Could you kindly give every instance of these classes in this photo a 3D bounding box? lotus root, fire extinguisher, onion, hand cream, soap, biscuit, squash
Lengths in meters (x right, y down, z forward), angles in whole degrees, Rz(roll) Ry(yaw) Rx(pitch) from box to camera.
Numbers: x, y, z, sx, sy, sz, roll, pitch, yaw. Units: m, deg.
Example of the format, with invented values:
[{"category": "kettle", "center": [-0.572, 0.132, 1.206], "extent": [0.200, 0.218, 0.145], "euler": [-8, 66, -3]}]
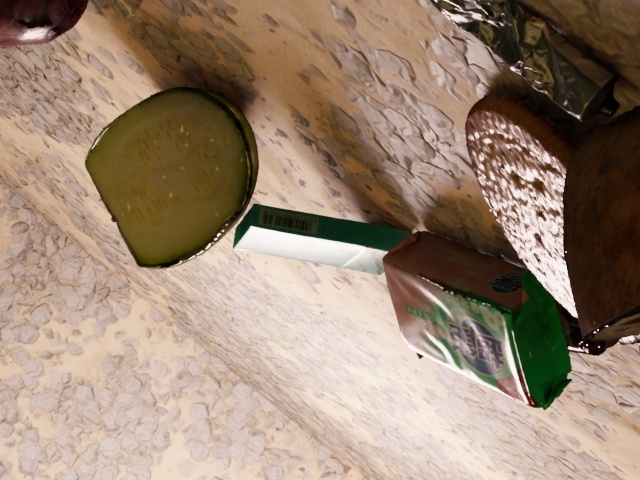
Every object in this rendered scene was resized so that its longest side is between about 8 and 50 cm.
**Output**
[{"category": "lotus root", "center": [0.315, -0.027, 1.114], "extent": [0.272, 0.272, 0.192], "euler": [100, 161, -71]}, {"category": "fire extinguisher", "center": [0.318, 0.125, 1.776], "extent": [0.132, 0.039, 0.056], "euler": [3, 108, 63]}, {"category": "onion", "center": [-0.426, -0.362, 1.801], "extent": [0.252, 0.219, 0.252], "euler": [3, -169, -1]}, {"category": "hand cream", "center": [0.169, -0.186, 1.266], "extent": [0.248, 0.052, 0.075], "euler": [35, 162, 14]}, {"category": "soap", "center": [0.205, 0.101, 1.779], "extent": [0.273, 0.098, 0.218], "euler": [24, 143, 49]}, {"category": "biscuit", "center": [0.251, -0.023, 1.419], "extent": [0.305, 0.038, 0.305], "euler": [53, 169, 16]}, {"category": "squash", "center": [-0.199, -0.096, 1.963], "extent": [0.234, 0.210, 0.309], "euler": [64, 166, -1]}]

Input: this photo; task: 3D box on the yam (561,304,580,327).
[{"category": "yam", "center": [0.288, 0.085, 1.763], "extent": [0.234, 0.029, 0.027], "euler": [19, 127, 50]}]

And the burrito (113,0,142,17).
[{"category": "burrito", "center": [-0.275, -0.380, 1.634], "extent": [0.060, 0.087, 0.226], "euler": [-16, 123, 37]}]

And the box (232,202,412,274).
[{"category": "box", "center": [0.000, 0.000, 1.928], "extent": [0.226, 0.042, 0.161], "euler": [11, 167, -11]}]

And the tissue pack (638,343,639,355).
[{"category": "tissue pack", "center": [0.423, 0.082, 1.376], "extent": [0.177, 0.089, 0.263], "euler": [31, 159, 21]}]
